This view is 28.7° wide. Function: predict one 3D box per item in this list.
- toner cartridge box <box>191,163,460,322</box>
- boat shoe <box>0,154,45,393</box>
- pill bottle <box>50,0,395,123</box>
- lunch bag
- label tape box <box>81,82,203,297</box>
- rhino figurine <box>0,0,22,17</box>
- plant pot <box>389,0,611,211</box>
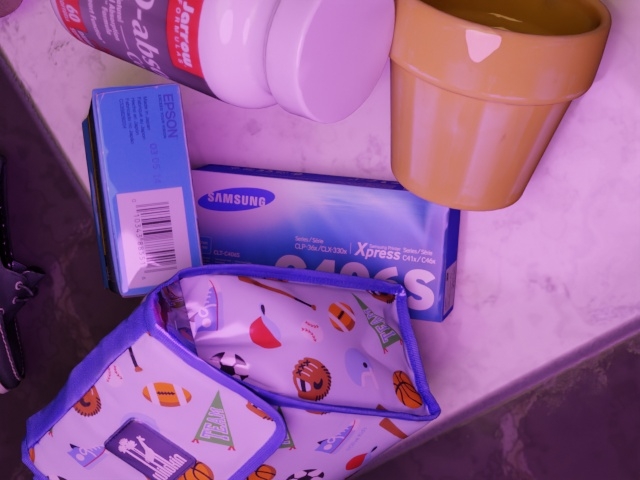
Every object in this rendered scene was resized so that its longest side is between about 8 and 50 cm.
[{"bbox_3d":[0.000,0.000,1.608,0.347,0.075,0.165,6,101,16],"label":"toner cartridge box"},{"bbox_3d":[-0.441,0.040,1.729,0.113,0.127,0.340,-13,94,-4],"label":"boat shoe"},{"bbox_3d":[-0.112,-0.268,1.382,0.363,0.210,0.210,25,107,31],"label":"pill bottle"},{"bbox_3d":[-0.112,0.192,1.455,0.328,0.385,0.239,-44,48,35],"label":"lunch bag"},{"bbox_3d":[-0.228,-0.057,1.566,0.106,0.333,0.241,-7,91,-12],"label":"label tape box"},{"bbox_3d":[-0.429,-0.362,1.672,0.243,0.073,0.106,-44,83,21],"label":"rhino figurine"},{"bbox_3d":[0.184,-0.175,1.444,0.254,0.254,0.239,17,121,13],"label":"plant pot"}]
